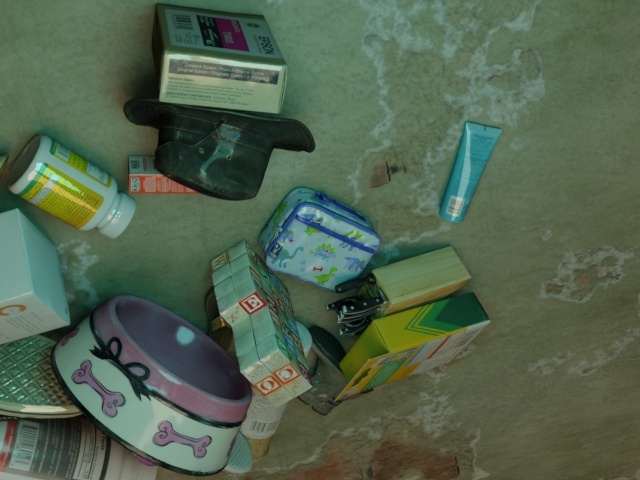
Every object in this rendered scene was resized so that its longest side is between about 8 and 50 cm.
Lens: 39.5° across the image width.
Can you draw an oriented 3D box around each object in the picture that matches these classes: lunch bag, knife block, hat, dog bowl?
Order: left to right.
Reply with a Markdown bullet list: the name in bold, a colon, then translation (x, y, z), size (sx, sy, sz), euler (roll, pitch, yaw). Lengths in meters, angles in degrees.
- **dog bowl**: translation (-0.307, 0.263, 1.731), size (0.408, 0.408, 0.150), euler (32, 98, -31)
- **hat**: translation (-0.178, -0.140, 1.516), size (0.331, 0.331, 0.134), euler (11, 83, -21)
- **lunch bag**: translation (0.000, 0.000, 1.797), size (0.219, 0.090, 0.176), euler (25, 113, -29)
- **knife block**: translation (0.152, 0.100, 1.841), size (0.275, 0.088, 0.242), euler (-35, 156, 13)

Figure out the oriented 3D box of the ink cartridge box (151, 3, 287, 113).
- **ink cartridge box**: translation (-0.170, -0.298, 1.443), size (0.193, 0.235, 0.088), euler (2, 121, -16)

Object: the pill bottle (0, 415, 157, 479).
- **pill bottle**: translation (-0.553, 0.484, 1.928), size (0.362, 0.210, 0.210), euler (20, 118, -26)

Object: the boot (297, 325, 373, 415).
- **boot**: translation (-0.003, 0.310, 2.027), size (0.161, 0.083, 0.246), euler (-31, 125, 16)

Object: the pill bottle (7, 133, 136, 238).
- **pill bottle**: translation (-0.442, -0.090, 1.601), size (0.208, 0.118, 0.117), euler (33, 112, -31)

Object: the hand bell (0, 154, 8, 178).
- **hand bell**: translation (-0.677, -0.143, 1.529), size (0.242, 0.126, 0.126), euler (26, 116, -15)

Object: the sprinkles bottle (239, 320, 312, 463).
- **sprinkles bottle**: translation (-0.126, 0.338, 1.986), size (0.121, 0.121, 0.355), euler (9, 123, -20)

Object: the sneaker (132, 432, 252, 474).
- **sneaker**: translation (-0.288, 0.449, 1.930), size (0.161, 0.102, 0.282), euler (-31, 131, 31)

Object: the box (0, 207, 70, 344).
- **box**: translation (-0.658, 0.097, 1.597), size (0.345, 0.168, 0.215), euler (-16, 161, -3)

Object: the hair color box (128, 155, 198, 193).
- **hair color box**: translation (-0.283, -0.122, 1.646), size (0.141, 0.072, 0.043), euler (0, 125, -13)

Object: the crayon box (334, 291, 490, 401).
- **crayon box**: translation (0.180, 0.225, 1.905), size (0.323, 0.083, 0.203), euler (-13, 153, -31)

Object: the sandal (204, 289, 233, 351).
- **sandal**: translation (-0.211, 0.180, 1.896), size (0.072, 0.049, 0.180), euler (-1, 125, -14)

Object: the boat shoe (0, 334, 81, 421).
- **boat shoe**: translation (-0.684, 0.280, 1.752), size (0.500, 0.187, 0.156), euler (4, 137, -3)

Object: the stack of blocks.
- **stack of blocks**: translation (-0.119, 0.158, 1.747), size (0.087, 0.297, 0.171), euler (-31, 128, 10)

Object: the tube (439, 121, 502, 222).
- **tube**: translation (0.297, -0.136, 1.800), size (0.080, 0.052, 0.207), euler (5, 118, -23)
